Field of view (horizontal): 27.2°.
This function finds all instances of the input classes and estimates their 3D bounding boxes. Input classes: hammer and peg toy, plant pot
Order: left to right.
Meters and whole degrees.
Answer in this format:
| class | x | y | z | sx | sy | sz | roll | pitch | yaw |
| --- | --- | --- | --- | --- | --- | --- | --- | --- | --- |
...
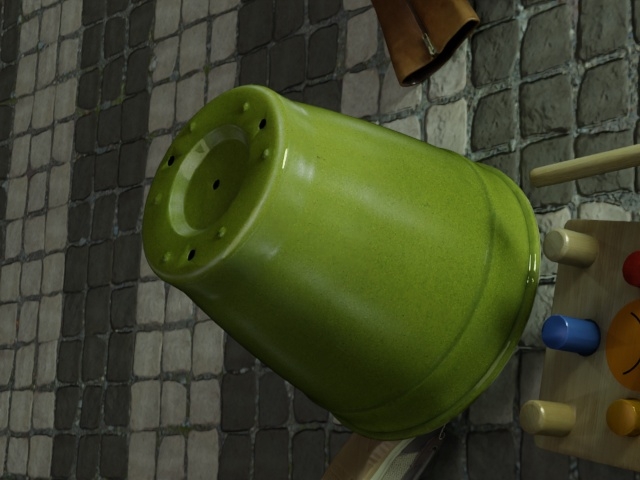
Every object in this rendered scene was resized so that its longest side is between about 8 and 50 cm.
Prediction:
| class | x | y | z | sx | sy | sz | roll | pitch | yaw |
| --- | --- | --- | --- | --- | --- | --- | --- | --- | --- |
| plant pot | 0.000 | 0.000 | 1.519 | 0.366 | 0.353 | 0.366 | -29 | 46 | 35 |
| hammer and peg toy | 0.337 | 0.054 | 1.347 | 0.266 | 0.127 | 0.361 | 3 | 84 | 52 |

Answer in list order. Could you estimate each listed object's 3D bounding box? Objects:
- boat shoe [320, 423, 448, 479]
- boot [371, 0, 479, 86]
| class | x | y | z | sx | sy | sz | roll | pitch | yaw |
| --- | --- | --- | --- | --- | --- | --- | --- | --- | --- |
| boat shoe | 0.099 | 0.250 | 1.613 | 0.285 | 0.092 | 0.103 | -55 | 33 | 1 |
| boot | 0.134 | -0.383 | 1.712 | 0.264 | 0.096 | 0.280 | -44 | 52 | 34 |
